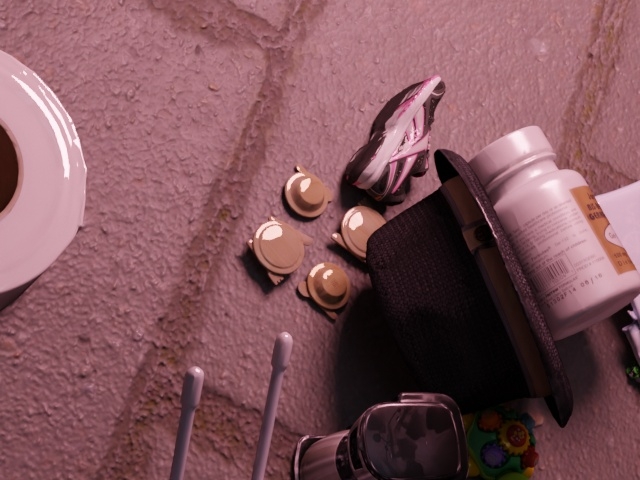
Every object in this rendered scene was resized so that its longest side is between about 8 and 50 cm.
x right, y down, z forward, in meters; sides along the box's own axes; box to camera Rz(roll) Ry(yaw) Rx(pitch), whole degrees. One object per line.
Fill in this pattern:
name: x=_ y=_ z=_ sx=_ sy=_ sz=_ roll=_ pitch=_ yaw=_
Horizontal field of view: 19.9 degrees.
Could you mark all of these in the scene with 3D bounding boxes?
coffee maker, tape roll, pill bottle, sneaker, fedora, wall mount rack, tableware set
coffee maker: x=0.080 y=0.223 z=1.913 sx=0.171 sy=0.178 sz=0.120 roll=-24 pitch=84 yaw=-32
tape roll: x=-0.382 y=-0.060 z=1.830 sx=0.286 sy=0.100 sz=0.286 roll=10 pitch=66 yaw=-24
pill bottle: x=0.266 y=-0.011 z=2.123 sx=0.131 sy=0.131 sz=0.229 roll=-20 pitch=74 yaw=-32
sneaker: x=0.099 y=-0.112 z=2.126 sx=0.077 sy=0.072 sz=0.178 roll=44 pitch=65 yaw=-20
fedora: x=0.147 y=0.073 z=1.994 sx=0.153 sy=0.334 sz=0.334 roll=-23 pitch=82 yaw=1
wall mount rack: x=-0.058 y=0.264 z=1.758 sx=0.304 sy=0.130 sz=0.350 roll=64 pitch=22 yaw=4
tableware set: x=0.000 y=0.000 z=2.051 sx=0.141 sy=0.020 sz=0.168 roll=40 pitch=57 yaw=-11

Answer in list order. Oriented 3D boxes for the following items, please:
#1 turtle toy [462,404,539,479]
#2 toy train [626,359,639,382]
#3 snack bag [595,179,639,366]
turtle toy: x=0.206 y=0.239 z=2.038 sx=0.095 sy=0.066 sz=0.130 roll=5 pitch=69 yaw=-25
toy train: x=0.396 y=0.139 z=2.204 sx=0.023 sy=0.017 sz=0.083 roll=48 pitch=57 yaw=-16
snack bag: x=0.488 y=0.057 z=2.247 sx=0.323 sy=0.037 sz=0.342 roll=-23 pitch=90 yaw=-33
